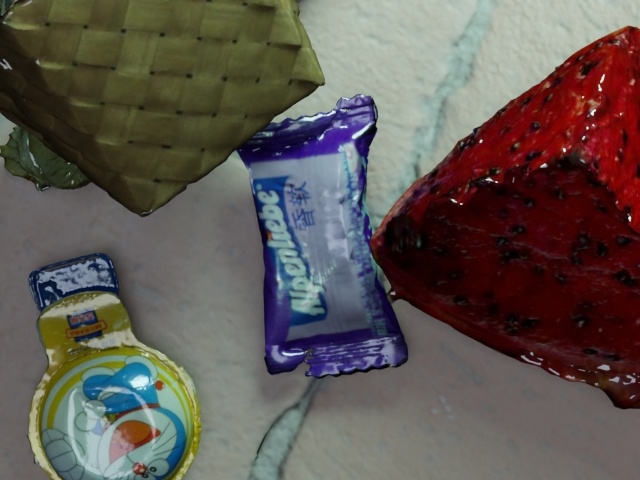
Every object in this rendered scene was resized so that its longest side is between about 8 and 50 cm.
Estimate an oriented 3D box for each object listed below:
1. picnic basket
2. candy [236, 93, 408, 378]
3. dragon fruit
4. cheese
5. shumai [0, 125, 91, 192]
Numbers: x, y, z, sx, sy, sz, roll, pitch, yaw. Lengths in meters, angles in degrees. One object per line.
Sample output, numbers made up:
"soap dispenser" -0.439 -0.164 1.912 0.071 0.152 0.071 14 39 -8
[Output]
"picnic basket" -0.200 -0.232 1.620 0.293 0.337 0.337 -36 94 -6
"candy" 0.000 0.000 1.736 0.145 0.070 0.275 -6 101 10
"dragon fruit" 0.255 -0.002 1.720 0.286 0.228 0.329 -29 118 36
"cheese" -0.214 0.149 1.760 0.177 0.069 0.270 -15 95 4
"shumai" -0.261 -0.095 1.736 0.087 0.124 0.099 -15 110 45
